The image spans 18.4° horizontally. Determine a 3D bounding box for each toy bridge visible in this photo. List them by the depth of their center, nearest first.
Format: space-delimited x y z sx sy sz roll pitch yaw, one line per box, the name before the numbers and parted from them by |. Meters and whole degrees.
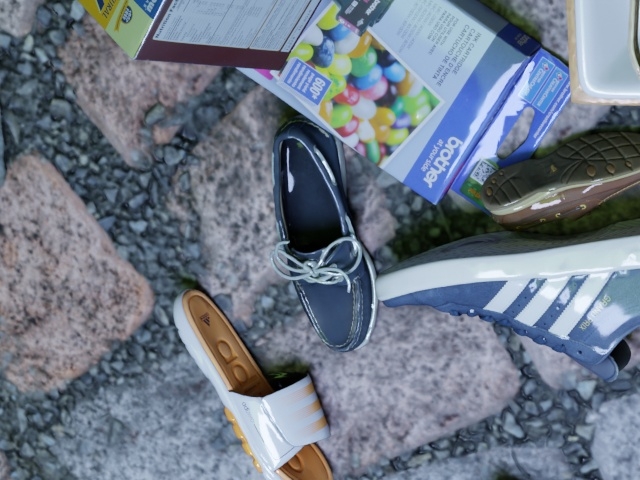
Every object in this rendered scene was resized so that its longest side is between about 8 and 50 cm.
toy bridge | 0.310 -0.157 1.743 0.063 0.026 0.188 -23 100 27

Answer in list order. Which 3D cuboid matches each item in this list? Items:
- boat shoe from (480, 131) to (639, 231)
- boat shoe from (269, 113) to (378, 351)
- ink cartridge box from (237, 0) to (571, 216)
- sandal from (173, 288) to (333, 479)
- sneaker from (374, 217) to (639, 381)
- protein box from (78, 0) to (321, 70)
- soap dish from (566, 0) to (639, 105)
boat shoe | 0.247 -0.055 1.917 0.178 0.064 0.060 -18 134 17
boat shoe | 0.000 0.000 2.004 0.095 0.079 0.254 -1 107 19
ink cartridge box | 0.079 -0.170 1.933 0.311 0.065 0.185 34 115 4
sandal | -0.057 0.154 2.063 0.076 0.102 0.265 -33 93 28
sneaker | 0.226 0.068 1.919 0.350 0.131 0.148 -6 101 21
protein box | -0.130 -0.274 1.856 0.200 0.201 0.136 47 119 30
soap dish | 0.336 -0.267 1.777 0.229 0.118 0.290 2 108 19
